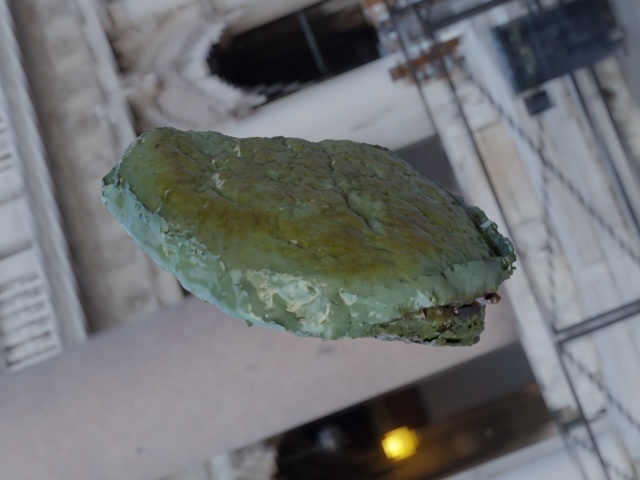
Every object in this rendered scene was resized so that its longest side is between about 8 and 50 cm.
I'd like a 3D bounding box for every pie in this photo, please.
[{"bbox_3d":[-0.012,0.005,1.836,0.395,0.418,0.180,41,120,46],"label":"pie"}]
